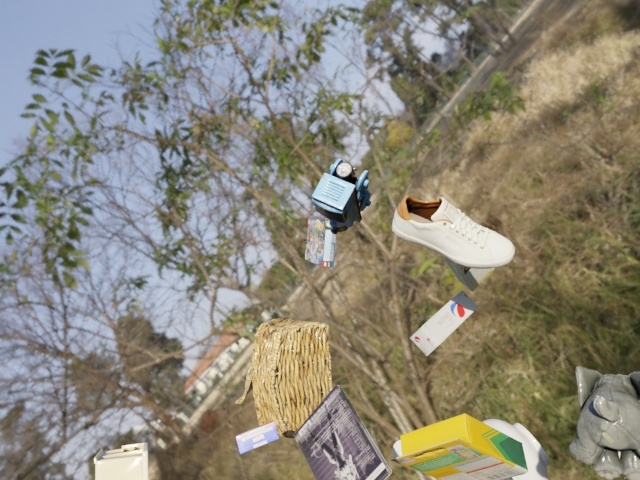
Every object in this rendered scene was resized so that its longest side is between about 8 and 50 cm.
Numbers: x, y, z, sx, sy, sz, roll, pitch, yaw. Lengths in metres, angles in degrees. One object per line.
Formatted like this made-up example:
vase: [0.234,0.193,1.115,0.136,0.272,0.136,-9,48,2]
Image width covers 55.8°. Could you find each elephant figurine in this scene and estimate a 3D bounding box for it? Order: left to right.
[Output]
elephant figurine: [0.534,0.297,1.102,0.239,0.169,0.186,-56,-9,-50]

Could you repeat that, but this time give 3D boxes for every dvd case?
dvd case: [0.039,0.436,1.247,0.018,0.221,0.164,22,-67,-42]

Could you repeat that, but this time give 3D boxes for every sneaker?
sneaker: [0.308,-0.024,1.383,0.123,0.290,0.106,95,-165,-53]

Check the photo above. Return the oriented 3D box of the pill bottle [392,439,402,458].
pill bottle: [0.258,0.586,1.689,0.116,0.065,0.065,15,-58,-47]

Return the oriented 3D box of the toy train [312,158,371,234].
toy train: [0.041,-0.077,1.130,0.105,0.080,0.184,-60,-15,-13]

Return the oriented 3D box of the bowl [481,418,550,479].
bowl: [0.567,0.629,1.762,0.134,0.298,0.298,-36,-7,-6]

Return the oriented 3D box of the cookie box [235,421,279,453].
cookie box: [-0.140,0.438,1.349,0.091,0.040,0.107,-18,-13,-12]

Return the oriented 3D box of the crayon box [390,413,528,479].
crayon box: [0.352,0.536,1.538,0.203,0.323,0.083,-31,42,32]

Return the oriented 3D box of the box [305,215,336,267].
box: [0.000,0.000,2.068,0.233,0.044,0.159,-164,78,-74]

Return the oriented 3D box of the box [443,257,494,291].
box: [0.413,0.045,1.730,0.100,0.060,0.244,-45,-44,-2]

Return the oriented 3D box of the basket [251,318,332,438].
basket: [-0.112,0.377,1.676,0.213,0.299,0.223,-4,1,-40]

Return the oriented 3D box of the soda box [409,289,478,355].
soda box: [0.346,0.228,1.682,0.216,0.069,0.074,-32,-17,-40]

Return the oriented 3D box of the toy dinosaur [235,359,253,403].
toy dinosaur: [-0.213,0.430,1.873,0.092,0.053,0.183,-66,-5,-66]

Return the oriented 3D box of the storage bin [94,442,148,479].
storage bin: [-0.485,0.652,1.495,0.123,0.262,0.260,-2,-13,-16]
